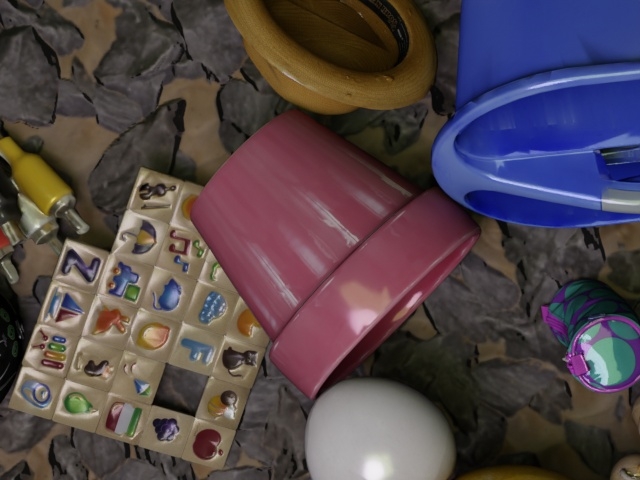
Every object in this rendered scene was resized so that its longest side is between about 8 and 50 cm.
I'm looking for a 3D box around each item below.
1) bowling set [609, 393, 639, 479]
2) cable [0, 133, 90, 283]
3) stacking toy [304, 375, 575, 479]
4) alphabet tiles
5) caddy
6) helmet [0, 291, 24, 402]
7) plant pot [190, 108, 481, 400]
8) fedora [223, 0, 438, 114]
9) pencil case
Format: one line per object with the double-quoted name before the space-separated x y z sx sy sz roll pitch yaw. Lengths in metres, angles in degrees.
"bowling set" 0.312 0.140 1.455 0.154 0.287 0.200 5 55 -1
"cable" -0.316 -0.094 1.558 0.139 0.072 0.287 -33 80 27
"stacking toy" 0.162 0.299 1.401 0.350 0.350 0.480 -45 85 10
"alphabet tiles" -0.138 0.064 1.535 0.198 0.009 0.237 18 99 -13
"caddy" 0.253 -0.103 1.357 0.341 0.241 0.179 -6 65 8
"helmet" -0.347 0.102 1.512 0.169 0.161 0.169 4 102 18
"plant pot" 0.000 0.000 1.447 0.180 0.201 0.201 44 100 7
"fedora" 0.000 -0.163 1.464 0.194 0.194 0.079 36 134 2
"pencil case" 0.224 0.075 1.448 0.070 0.152 0.065 -7 100 2
